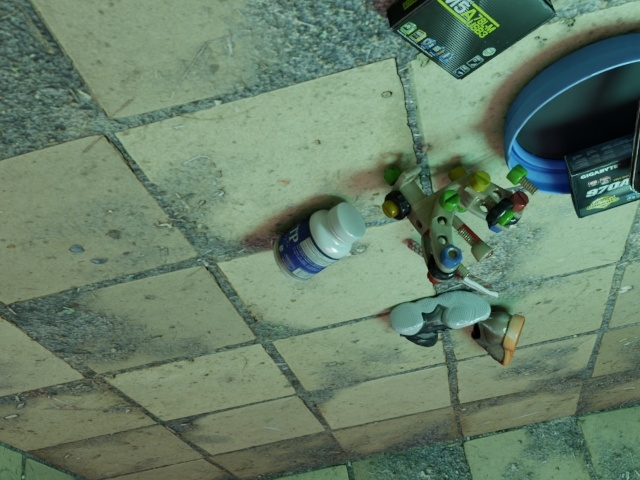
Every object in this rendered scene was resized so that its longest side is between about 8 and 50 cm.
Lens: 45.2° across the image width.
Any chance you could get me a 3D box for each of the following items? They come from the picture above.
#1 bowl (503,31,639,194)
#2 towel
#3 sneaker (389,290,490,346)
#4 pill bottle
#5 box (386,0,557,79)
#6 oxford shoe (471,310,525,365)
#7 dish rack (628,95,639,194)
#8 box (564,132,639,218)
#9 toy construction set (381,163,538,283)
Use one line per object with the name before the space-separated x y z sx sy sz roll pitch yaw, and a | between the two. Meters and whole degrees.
bowl | 0.525 -0.225 1.409 0.391 0.077 0.391 -7 150 -4
towel | 0.300 0.061 1.744 0.144 0.197 0.029 23 99 -43
sneaker | 0.329 0.216 2.090 0.268 0.101 0.153 -10 151 12
pill bottle | 0.000 0.000 1.604 0.112 0.112 0.187 20 138 -41
box | 0.227 -0.341 1.154 0.184 0.045 0.191 -29 146 33
oxford shoe | 0.515 0.273 2.255 0.133 0.130 0.363 19 162 16
dish rack | 0.678 -0.177 1.314 0.271 0.074 0.208 -11 124 -6
box | 0.583 -0.133 1.455 0.220 0.051 0.175 -18 149 13
toy construction set | 0.251 -0.065 1.541 0.257 0.237 0.309 -43 165 -1
